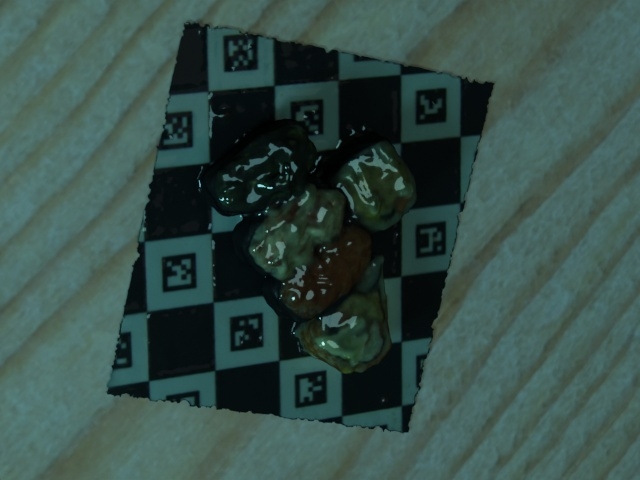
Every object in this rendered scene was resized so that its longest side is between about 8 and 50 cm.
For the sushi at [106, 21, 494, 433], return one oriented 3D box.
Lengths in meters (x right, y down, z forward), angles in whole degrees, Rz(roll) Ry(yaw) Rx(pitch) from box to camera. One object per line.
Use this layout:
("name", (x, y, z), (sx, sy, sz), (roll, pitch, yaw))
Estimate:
("sushi", (0.000, 0.000, 1.713), (0.320, 0.069, 0.339), (11, 96, -29))
